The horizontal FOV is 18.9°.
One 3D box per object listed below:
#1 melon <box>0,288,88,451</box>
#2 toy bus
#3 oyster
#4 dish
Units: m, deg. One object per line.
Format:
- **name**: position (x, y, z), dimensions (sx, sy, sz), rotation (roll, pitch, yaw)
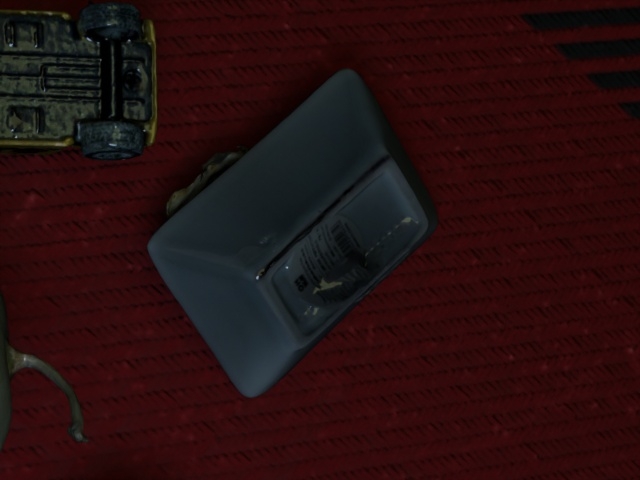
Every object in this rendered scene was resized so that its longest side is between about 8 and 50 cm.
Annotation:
- **melon**: position (-0.359, 0.093, 1.370), dimensions (0.308, 0.272, 0.271), rotation (-2, 85, -35)
- **toy bus**: position (-0.297, -0.121, 1.487), dimensions (0.335, 0.123, 0.121), rotation (0, 83, -21)
- **oyster**: position (-0.075, -0.029, 1.600), dimensions (0.148, 0.051, 0.103), rotation (-24, 118, -26)
- **dish**: position (0.000, 0.000, 1.580), dimensions (0.243, 0.080, 0.182), rotation (-43, 123, -19)
